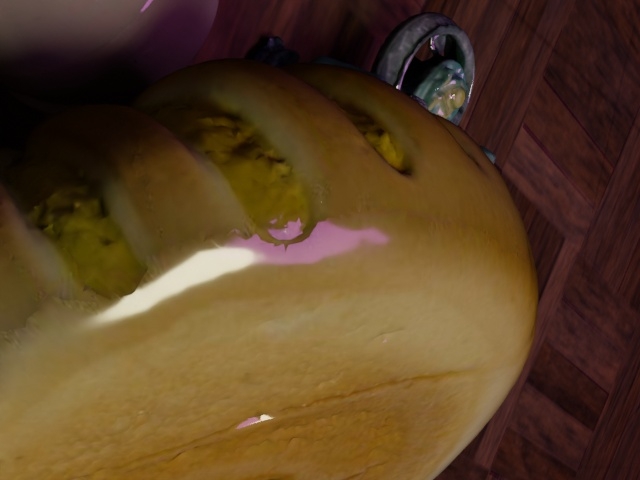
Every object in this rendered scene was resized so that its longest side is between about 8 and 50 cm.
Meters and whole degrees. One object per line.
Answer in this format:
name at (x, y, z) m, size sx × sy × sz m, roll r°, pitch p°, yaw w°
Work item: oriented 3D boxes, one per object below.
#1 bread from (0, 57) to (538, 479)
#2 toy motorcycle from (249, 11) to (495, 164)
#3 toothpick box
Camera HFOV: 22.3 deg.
bread at (-0.066, 0.040, 0.700) m, size 0.333 × 0.160 × 0.333 m, roll -20°, pitch 147°, yaw -14°
toy motorcycle at (0.001, -0.001, 0.918) m, size 0.296 × 0.109 × 0.198 m, roll -42°, pitch 137°, yaw -29°
toothpick box at (-0.124, -0.136, 0.644) m, size 0.111 × 0.111 × 0.181 m, roll -62°, pitch 147°, yaw -15°
